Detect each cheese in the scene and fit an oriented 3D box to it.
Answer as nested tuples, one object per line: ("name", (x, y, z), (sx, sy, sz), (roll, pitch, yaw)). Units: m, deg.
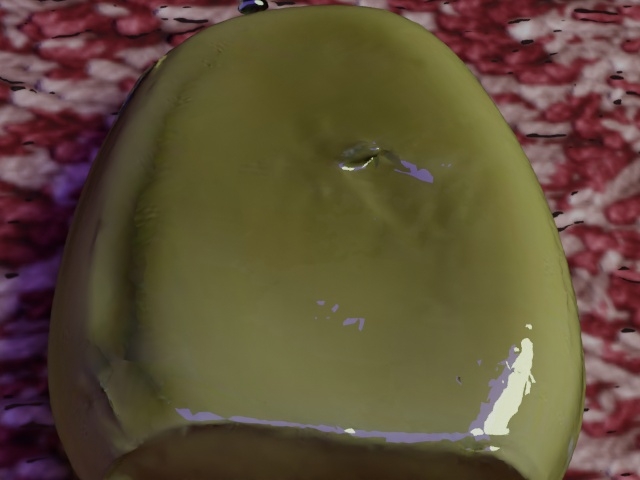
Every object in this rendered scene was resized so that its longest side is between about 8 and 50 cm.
("cheese", (0.000, 0.000, 0.945), (0.259, 0.128, 0.316), (8, 50, -10))
